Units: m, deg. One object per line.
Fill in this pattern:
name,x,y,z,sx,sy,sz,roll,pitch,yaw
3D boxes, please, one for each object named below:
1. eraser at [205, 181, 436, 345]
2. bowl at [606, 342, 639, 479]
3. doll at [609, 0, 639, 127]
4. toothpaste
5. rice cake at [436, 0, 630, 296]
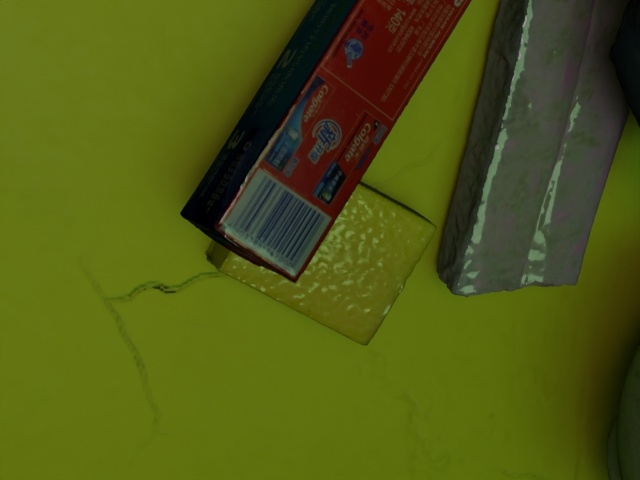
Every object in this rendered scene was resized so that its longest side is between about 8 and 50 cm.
eraser,0.000,0.000,0.732,0.122,0.045,0.097,29,97,-24
bowl,0.303,0.163,0.812,0.313,0.146,0.313,22,56,-36
doll,0.292,-0.159,0.693,0.258,0.228,0.154,-40,78,-24
toothpaste,0.033,-0.129,0.655,0.066,0.076,0.320,35,85,-23
rice cake,0.159,-0.105,0.748,0.106,0.050,0.298,6,105,-21
